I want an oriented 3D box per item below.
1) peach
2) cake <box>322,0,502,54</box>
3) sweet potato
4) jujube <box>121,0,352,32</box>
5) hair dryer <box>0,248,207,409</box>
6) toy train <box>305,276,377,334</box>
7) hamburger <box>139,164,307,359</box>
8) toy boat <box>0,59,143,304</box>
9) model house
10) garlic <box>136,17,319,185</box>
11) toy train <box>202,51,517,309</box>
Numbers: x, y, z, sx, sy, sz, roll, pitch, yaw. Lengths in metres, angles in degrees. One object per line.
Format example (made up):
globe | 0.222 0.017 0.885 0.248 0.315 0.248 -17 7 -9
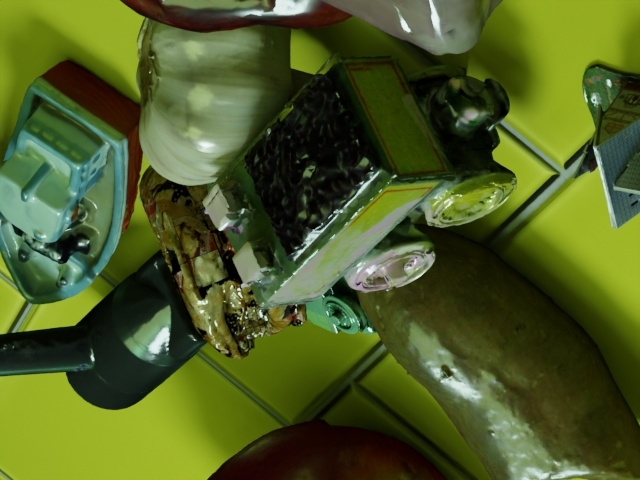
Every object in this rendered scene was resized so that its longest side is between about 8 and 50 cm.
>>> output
peach | -0.011 0.394 2.059 0.339 0.353 0.416 50 126 15
cake | 0.017 -0.307 1.268 0.309 0.237 0.230 27 145 20
sweet potato | 0.154 0.100 1.728 0.370 0.158 0.158 51 146 -6
jujube | -0.063 -0.246 1.473 0.243 0.183 0.183 3 134 29
hair dryer | -0.272 0.104 2.035 0.244 0.302 0.116 -43 58 56
toy train | 0.001 0.000 1.805 0.132 0.083 0.200 18 137 47
hamburger | -0.099 0.004 1.818 0.231 0.106 0.231 61 172 15
toy boat | -0.276 -0.034 1.987 0.145 0.133 0.332 33 148 7
model house | 0.260 -0.057 1.472 0.167 0.088 0.117 15 140 32
garlic | -0.043 -0.144 1.642 0.226 0.199 0.199 6 148 -10
toy train | 0.038 -0.047 1.573 0.261 0.177 0.134 -44 63 42
